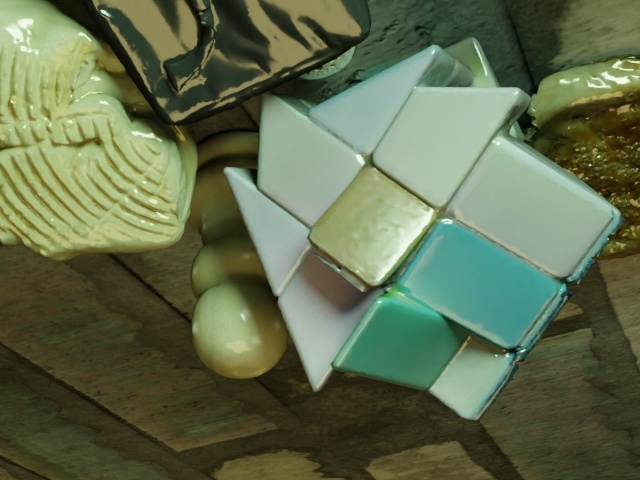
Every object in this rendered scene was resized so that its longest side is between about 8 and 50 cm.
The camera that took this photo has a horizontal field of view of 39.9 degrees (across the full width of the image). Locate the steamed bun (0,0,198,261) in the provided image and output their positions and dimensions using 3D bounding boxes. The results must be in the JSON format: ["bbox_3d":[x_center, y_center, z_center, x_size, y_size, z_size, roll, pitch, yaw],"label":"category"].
[{"bbox_3d":[-0.272,-0.130,0.961,0.289,0.203,0.276,11,117,-18],"label":"steamed bun"}]

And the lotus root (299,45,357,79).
[{"bbox_3d":[-0.010,-0.237,0.931,0.112,0.081,0.122,-26,138,18],"label":"lotus root"}]

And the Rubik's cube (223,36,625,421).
[{"bbox_3d":[0.110,-0.029,0.976,0.387,0.368,0.358,-57,165,13],"label":"Rubik's cube"}]

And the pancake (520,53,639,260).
[{"bbox_3d":[0.375,-0.089,1.147,0.382,0.071,0.382,-1,141,0],"label":"pancake"}]

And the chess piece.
[{"bbox_3d":[-0.095,0.025,1.094,0.167,0.300,0.167,-2,143,-2],"label":"chess piece"}]

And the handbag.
[{"bbox_3d":[-0.106,-0.260,0.803,0.244,0.088,0.275,-24,122,12],"label":"handbag"}]
